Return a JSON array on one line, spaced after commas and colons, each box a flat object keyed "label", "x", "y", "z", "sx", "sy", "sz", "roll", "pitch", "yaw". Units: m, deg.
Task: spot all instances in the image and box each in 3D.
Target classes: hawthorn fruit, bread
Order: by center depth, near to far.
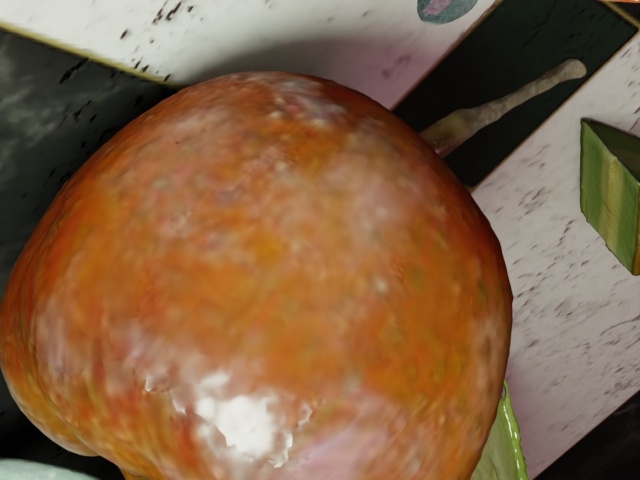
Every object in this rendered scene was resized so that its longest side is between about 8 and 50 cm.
[{"label": "hawthorn fruit", "x": -0.031, "y": 0.027, "z": 0.665, "sx": 0.231, "sy": 0.263, "sz": 0.235, "roll": -12, "pitch": 159, "yaw": 39}, {"label": "bread", "x": 0.230, "y": -0.046, "z": 0.973, "sx": 0.084, "sy": 0.074, "sz": 0.139, "roll": -32, "pitch": 152, "yaw": -5}]

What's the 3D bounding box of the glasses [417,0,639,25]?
[{"label": "glasses", "x": 0.075, "y": -0.095, "z": 0.514, "sx": 0.234, "sy": 0.268, "sz": 0.118, "roll": 1, "pitch": 119, "yaw": -46}]

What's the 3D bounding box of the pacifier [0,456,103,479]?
[{"label": "pacifier", "x": -0.059, "y": 0.194, "z": 0.889, "sx": 0.269, "sy": 0.343, "sz": 0.288, "roll": -62, "pitch": 179, "yaw": -35}]

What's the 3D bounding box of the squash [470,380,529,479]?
[{"label": "squash", "x": 0.093, "y": 0.242, "z": 1.028, "sx": 0.210, "sy": 0.309, "sz": 0.233, "roll": -42, "pitch": 152, "yaw": 15}]
